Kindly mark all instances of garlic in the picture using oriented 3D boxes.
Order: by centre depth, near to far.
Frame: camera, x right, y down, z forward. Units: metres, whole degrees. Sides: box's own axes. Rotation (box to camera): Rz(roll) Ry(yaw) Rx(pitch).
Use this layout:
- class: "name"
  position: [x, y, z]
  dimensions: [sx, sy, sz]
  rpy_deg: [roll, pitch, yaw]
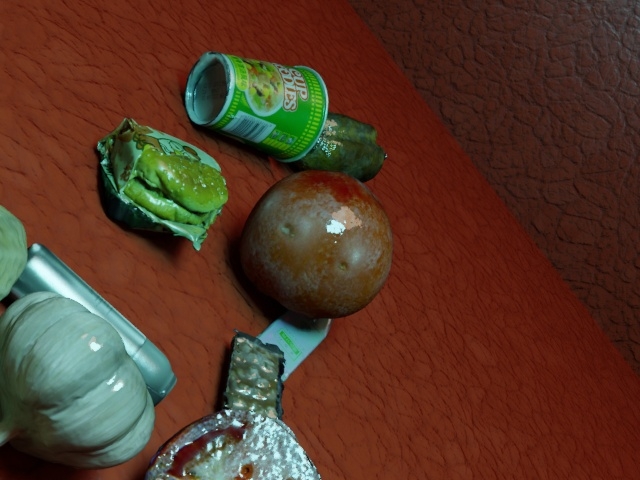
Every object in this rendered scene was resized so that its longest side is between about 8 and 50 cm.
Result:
- class: "garlic"
  position: [-0.304, 0.181, 1.006]
  dimensions: [0.212, 0.218, 0.219]
  rpy_deg: [-38, 90, -28]

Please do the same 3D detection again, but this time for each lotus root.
- class: "lotus root"
  position: [0.032, -0.195, 2.042]
  dimensions: [0.275, 0.160, 0.152]
  rpy_deg: [9, 72, -54]

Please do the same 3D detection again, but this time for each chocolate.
- class: "chocolate"
  position: [-0.107, 0.259, 1.326]
  dimensions: [0.102, 0.065, 0.329]
  rpy_deg: [28, 30, -15]

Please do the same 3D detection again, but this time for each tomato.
- class: "tomato"
  position: [-0.107, 0.324, 1.133]
  dimensions: [0.225, 0.085, 0.225]
  rpy_deg: [6, 60, -10]
- class: "tomato"
  position: [0.000, 0.000, 1.597]
  dimensions: [0.265, 0.265, 0.265]
  rpy_deg: [39, 28, -26]

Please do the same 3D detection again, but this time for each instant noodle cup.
- class: "instant noodle cup"
  position: [-0.136, -0.270, 1.839]
  dimensions: [0.232, 0.207, 0.207]
  rpy_deg: [8, 48, -44]

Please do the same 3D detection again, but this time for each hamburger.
- class: "hamburger"
  position: [-0.234, -0.083, 1.474]
  dimensions: [0.214, 0.125, 0.235]
  rpy_deg: [16, 28, -36]

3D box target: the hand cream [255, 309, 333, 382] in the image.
- class: "hand cream"
  position: [-0.034, 0.151, 1.616]
  dimensions: [0.079, 0.050, 0.275]
  rpy_deg: [28, 27, 13]

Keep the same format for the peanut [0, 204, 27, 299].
- class: "peanut"
  position: [-0.410, 0.023, 0.977]
  dimensions: [0.152, 0.152, 0.313]
  rpy_deg: [51, 1, -2]

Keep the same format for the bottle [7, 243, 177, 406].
- class: "bottle"
  position: [-0.290, 0.114, 1.174]
  dimensions: [0.254, 0.079, 0.096]
  rpy_deg: [46, 2, -14]
